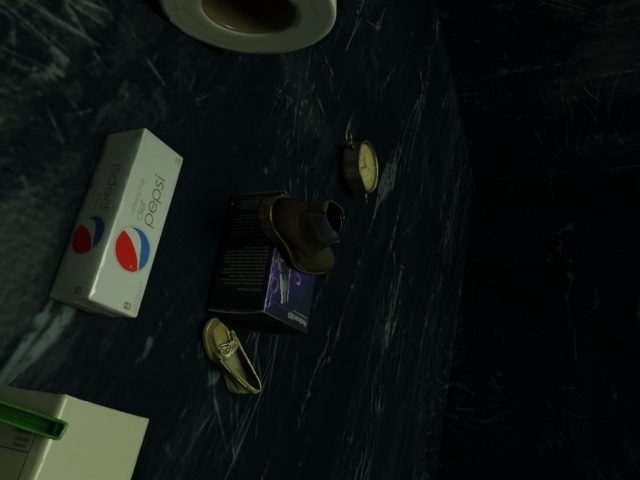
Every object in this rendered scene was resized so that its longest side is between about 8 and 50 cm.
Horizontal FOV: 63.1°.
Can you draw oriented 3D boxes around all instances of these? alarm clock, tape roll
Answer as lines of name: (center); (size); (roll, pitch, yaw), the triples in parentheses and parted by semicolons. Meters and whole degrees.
alarm clock: (0.091, -0.197, 1.298); (0.192, 0.064, 0.129); (66, 34, -41)
tape roll: (-0.097, -0.396, 0.733); (0.246, 0.246, 0.169); (16, 74, -63)

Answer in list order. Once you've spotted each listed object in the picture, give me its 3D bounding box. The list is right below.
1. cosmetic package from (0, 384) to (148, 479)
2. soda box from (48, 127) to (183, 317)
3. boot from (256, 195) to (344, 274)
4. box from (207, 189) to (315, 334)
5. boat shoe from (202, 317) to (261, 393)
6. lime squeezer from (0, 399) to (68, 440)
cosmetic package: (-0.277, 0.282, 0.419); (0.113, 0.160, 0.309); (51, 45, -52)
soda box: (-0.237, -0.021, 0.619); (0.074, 0.069, 0.216); (44, 49, -54)
boot: (0.000, 0.000, 0.808); (0.219, 0.106, 0.082); (43, 51, -54)
box: (-0.086, 0.042, 0.877); (0.153, 0.108, 0.207); (40, 53, -57)
boat shoe: (-0.138, 0.185, 0.826); (0.056, 0.048, 0.153); (-55, 136, -51)
lime squeezer: (-0.342, 0.085, 0.368); (0.310, 0.110, 0.058); (33, 72, -20)
